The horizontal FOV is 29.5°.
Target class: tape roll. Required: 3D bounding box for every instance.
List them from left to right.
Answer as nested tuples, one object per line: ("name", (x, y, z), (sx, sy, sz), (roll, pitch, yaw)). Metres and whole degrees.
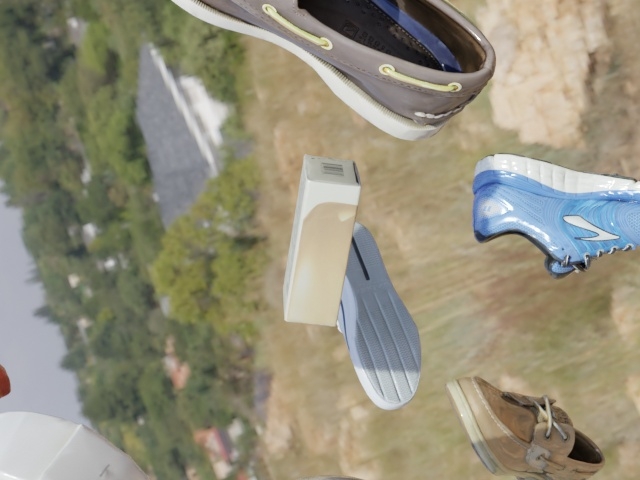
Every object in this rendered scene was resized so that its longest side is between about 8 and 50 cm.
("tape roll", (-0.306, 0.328, 1.355), (0.100, 0.286, 0.286), (-56, -41, -51))

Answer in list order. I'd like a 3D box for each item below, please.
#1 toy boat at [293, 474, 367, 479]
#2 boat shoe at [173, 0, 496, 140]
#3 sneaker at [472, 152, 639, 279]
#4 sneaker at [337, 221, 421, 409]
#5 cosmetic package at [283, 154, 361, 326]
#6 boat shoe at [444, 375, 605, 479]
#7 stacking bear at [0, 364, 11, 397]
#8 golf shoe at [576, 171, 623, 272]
("toy boat", (-0.006, 0.394, 1.232), (0.267, 0.318, 0.148), (35, 159, 29))
("boat shoe", (-0.013, -0.199, 0.930), (0.324, 0.116, 0.097), (34, 150, -10))
("sneaker", (0.356, -0.011, 1.598), (0.130, 0.330, 0.147), (36, -114, -76))
("sneaker", (0.062, 0.102, 1.566), (0.091, 0.094, 0.258), (116, 144, -58))
("cosmetic package", (0.000, 0.000, 0.908), (0.060, 0.041, 0.115), (-97, 15, -65))
("boat shoe", (0.272, 0.246, 1.594), (0.341, 0.110, 0.121), (39, -155, -50))
("stacking bear", (-0.361, -0.003, 0.955), (0.175, 0.164, 0.289), (-28, -61, -64))
("golf shoe", (0.370, -0.029, 1.736), (0.086, 0.176, 0.069), (16, 143, 21))
